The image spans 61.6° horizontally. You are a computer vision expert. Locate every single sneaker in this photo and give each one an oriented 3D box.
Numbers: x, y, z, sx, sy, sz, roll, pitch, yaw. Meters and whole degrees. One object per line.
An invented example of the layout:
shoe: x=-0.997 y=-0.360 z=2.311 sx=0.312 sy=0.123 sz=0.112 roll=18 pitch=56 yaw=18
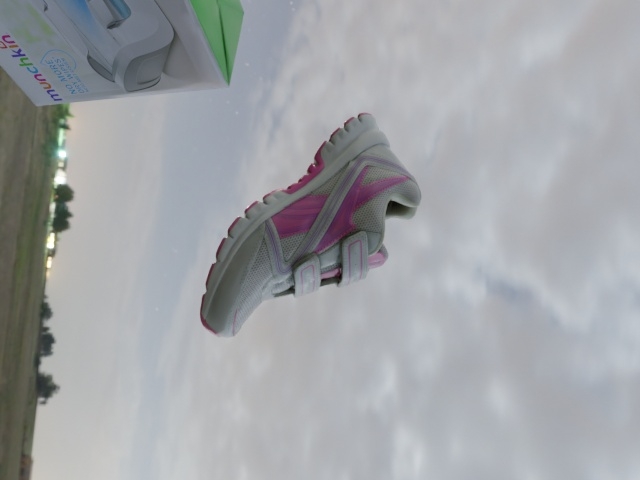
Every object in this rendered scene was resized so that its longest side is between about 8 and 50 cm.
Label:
sneaker: x=0.000 y=0.000 z=0.487 sx=0.252 sy=0.111 sz=0.103 roll=-46 pitch=170 yaw=-12

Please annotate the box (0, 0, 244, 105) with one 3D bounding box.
box: x=-0.223 y=-0.267 z=0.488 sx=0.262 sy=0.231 sz=0.126 roll=71 pitch=20 yaw=-58
